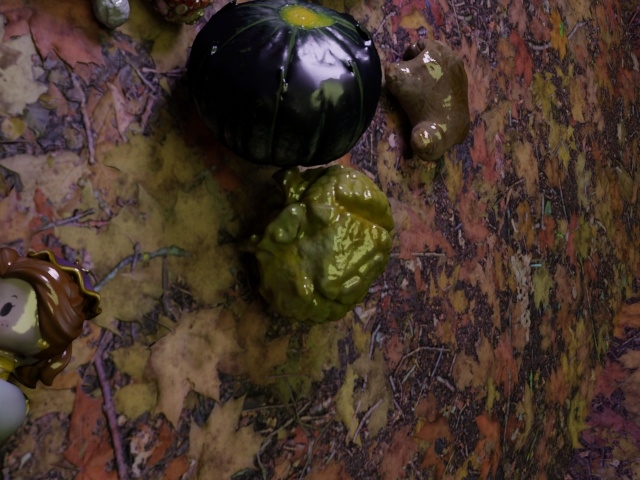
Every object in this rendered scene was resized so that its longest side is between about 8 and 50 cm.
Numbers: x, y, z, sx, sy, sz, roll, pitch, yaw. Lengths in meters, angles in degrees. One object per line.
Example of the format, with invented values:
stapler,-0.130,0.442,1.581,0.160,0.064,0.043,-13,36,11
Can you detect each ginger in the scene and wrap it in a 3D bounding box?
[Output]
ginger,0.238,-0.295,1.302,0.275,0.130,0.221,36,73,-33

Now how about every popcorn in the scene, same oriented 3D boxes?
popcorn,0.000,0.000,0.989,0.257,0.224,0.271,-21,110,-36

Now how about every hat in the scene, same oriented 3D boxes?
hat,-0.307,-0.361,0.784,0.093,0.112,0.162,-44,134,-5

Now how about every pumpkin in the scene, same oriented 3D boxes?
pumpkin,-0.060,-0.219,0.918,0.295,0.295,0.296,1,88,-45

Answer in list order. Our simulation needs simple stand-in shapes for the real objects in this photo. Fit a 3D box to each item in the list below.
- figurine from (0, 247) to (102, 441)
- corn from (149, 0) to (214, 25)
figurine,-0.362,0.120,0.677,0.190,0.142,0.264,79,33,-57
corn,-0.252,-0.434,0.830,0.092,0.092,0.281,-53,123,-32
